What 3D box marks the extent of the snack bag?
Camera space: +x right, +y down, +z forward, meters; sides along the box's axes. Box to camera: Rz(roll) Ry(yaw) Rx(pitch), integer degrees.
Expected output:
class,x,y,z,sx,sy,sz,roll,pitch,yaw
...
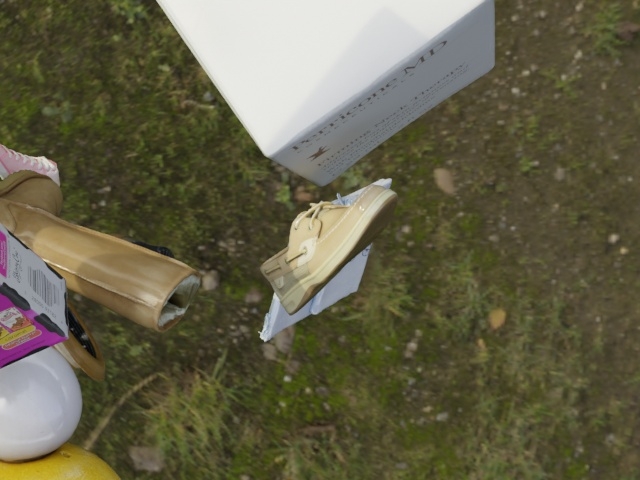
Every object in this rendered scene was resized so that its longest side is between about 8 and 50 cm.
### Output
class,x,y,z,sx,sy,sz,roll,pitch,yaw
snack bag,0.016,0.038,2.090,0.342,0.037,0.323,-25,140,-50

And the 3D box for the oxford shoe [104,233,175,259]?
class,x,y,z,sx,sy,sz,roll,pitch,yaw
oxford shoe,-0.350,0.030,1.847,0.082,0.096,0.227,-62,155,-9

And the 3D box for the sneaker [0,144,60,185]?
class,x,y,z,sx,sy,sz,roll,pitch,yaw
sneaker,-0.400,-0.103,1.301,0.070,0.051,0.134,-39,136,-12

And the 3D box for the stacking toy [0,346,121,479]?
class,x,y,z,sx,sy,sz,roll,pitch,yaw
stacking toy,-0.302,0.333,1.005,0.351,0.351,0.479,-11,102,-29

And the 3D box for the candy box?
class,x,y,z,sx,sy,sz,roll,pitch,yaw
candy box,-0.332,0.028,0.765,0.159,0.071,0.233,-23,141,9

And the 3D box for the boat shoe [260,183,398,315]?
class,x,y,z,sx,sy,sz,roll,pitch,yaw
boat shoe,0.000,0.000,1.323,0.098,0.302,0.109,48,54,5

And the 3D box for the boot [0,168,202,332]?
class,x,y,z,sx,sy,sz,roll,pitch,yaw
boot,-0.264,0.013,1.113,0.270,0.236,0.089,19,108,8

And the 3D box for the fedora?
class,x,y,z,sx,sy,sz,roll,pitch,yaw
fedora,-0.365,0.122,1.283,0.079,0.194,0.194,-36,109,-5

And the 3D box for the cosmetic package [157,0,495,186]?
class,x,y,z,sx,sy,sz,roll,pitch,yaw
cosmetic package,0.010,-0.306,1.291,0.329,0.394,0.327,-35,83,7
